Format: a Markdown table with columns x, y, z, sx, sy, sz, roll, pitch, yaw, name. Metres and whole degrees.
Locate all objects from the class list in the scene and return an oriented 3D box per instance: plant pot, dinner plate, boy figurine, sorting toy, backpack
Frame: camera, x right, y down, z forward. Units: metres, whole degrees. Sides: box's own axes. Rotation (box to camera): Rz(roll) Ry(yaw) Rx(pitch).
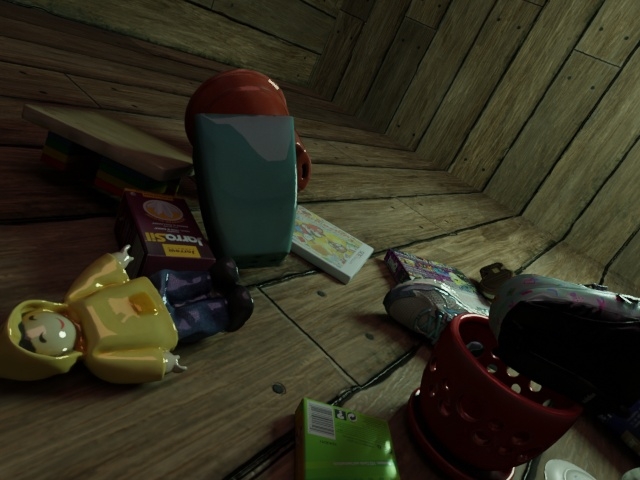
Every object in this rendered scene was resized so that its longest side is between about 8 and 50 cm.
| x | y | z | sx | sy | sz | roll | pitch | yaw | name |
| --- | --- | --- | --- | --- | --- | --- | --- | --- | --- |
| -0.163 | -0.225 | 1.058 | 0.272 | 0.272 | 0.265 | 7 | 38 | -37 | plant pot |
| 0.405 | 0.389 | 0.657 | 0.141 | 0.017 | 0.141 | 22 | 23 | -10 | dinner plate |
| -0.128 | -0.074 | 0.770 | 0.165 | 0.166 | 0.234 | -4 | 74 | -19 | plant pot |
| -0.227 | 0.084 | 0.519 | 0.285 | 0.092 | 0.177 | -6 | 63 | -46 | boy figurine |
| -0.378 | -0.160 | 0.853 | 0.257 | 0.089 | 0.255 | 24 | 13 | -1 | sorting toy |
| 0.306 | 0.117 | 0.549 | 0.181 | 0.152 | 0.115 | 15 | 16 | 8 | backpack |
| 0.225 | 0.223 | 0.615 | 0.191 | 0.174 | 0.191 | 22 | 25 | -11 | plant pot |

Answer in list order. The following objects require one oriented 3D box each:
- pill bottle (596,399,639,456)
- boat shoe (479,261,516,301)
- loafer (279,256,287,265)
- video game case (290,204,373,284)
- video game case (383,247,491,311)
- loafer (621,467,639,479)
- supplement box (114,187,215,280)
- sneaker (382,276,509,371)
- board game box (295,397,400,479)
| x | y | z | sx | sy | sz | roll | pitch | yaw | name |
| --- | --- | --- | --- | --- | --- | --- | --- | --- | --- |
| 0.621 | 0.319 | 0.846 | 0.153 | 0.153 | 0.265 | 6 | 31 | -39 | pill bottle |
| 0.475 | 0.129 | 1.149 | 0.095 | 0.095 | 0.257 | 68 | 23 | -3 | boat shoe |
| -0.128 | 0.006 | 0.851 | 0.148 | 0.050 | 0.056 | 14 | 27 | -27 | loafer |
| 0.000 | 0.000 | 1.024 | 0.227 | 0.026 | 0.206 | 31 | 24 | 10 | video game case |
| 0.288 | 0.114 | 1.062 | 0.232 | 0.042 | 0.210 | 16 | 26 | -22 | video game case |
| 0.479 | 0.436 | 0.548 | 0.112 | 0.112 | 0.319 | 61 | 22 | -13 | loafer |
| -0.252 | 0.003 | 0.696 | 0.104 | 0.081 | 0.188 | 6 | 31 | -38 | supplement box |
| 0.255 | 0.166 | 0.847 | 0.282 | 0.110 | 0.122 | 22 | 28 | -10 | sneaker |
| 0.035 | 0.289 | 0.463 | 0.124 | 0.039 | 0.259 | 20 | 22 | -13 | board game box |
